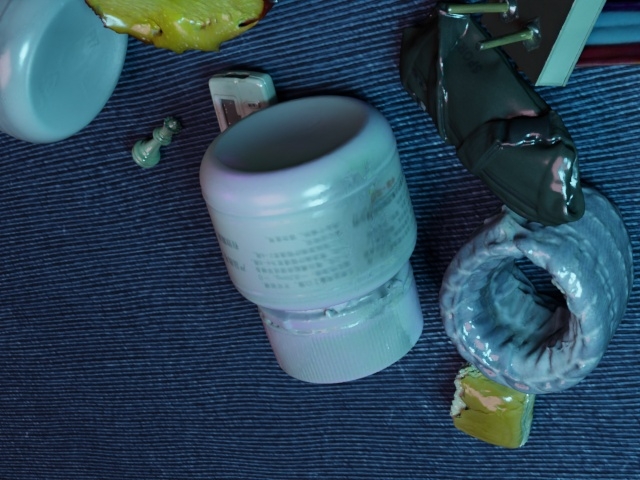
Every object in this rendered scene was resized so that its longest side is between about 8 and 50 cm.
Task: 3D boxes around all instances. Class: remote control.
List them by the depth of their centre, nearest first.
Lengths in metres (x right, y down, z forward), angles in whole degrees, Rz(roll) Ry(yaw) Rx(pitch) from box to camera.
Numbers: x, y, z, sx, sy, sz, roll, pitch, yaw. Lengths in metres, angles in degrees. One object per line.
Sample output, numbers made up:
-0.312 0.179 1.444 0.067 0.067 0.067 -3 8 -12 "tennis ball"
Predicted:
-0.077 -0.118 1.858 0.090 0.049 0.230 9 127 34 "remote control"

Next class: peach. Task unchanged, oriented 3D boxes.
-0.155 -0.363 1.627 0.258 0.201 0.362 22 159 -10 "peach"

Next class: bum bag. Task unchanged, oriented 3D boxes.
0.180 -0.140 1.537 0.326 0.080 0.142 52 145 28 "bum bag"

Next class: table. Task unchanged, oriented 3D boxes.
0.216 -0.284 1.389 0.121 0.111 0.240 58 139 41 "table"

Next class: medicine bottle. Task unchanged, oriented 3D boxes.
0.000 0.000 1.745 0.241 0.241 0.302 6 126 35 "medicine bottle"
-0.437 -0.283 1.869 0.306 0.245 0.245 24 134 23 "medicine bottle"

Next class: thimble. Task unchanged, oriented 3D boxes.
0.254 0.045 1.638 0.205 0.172 0.236 14 132 27 "thimble"

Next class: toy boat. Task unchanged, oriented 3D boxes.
0.353 -0.199 1.409 0.392 0.136 0.079 10 104 44 "toy boat"

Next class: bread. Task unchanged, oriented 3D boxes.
0.225 0.213 1.853 0.106 0.082 0.125 28 133 27 "bread"

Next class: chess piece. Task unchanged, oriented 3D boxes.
-0.224 -0.141 1.968 0.042 0.042 0.093 47 131 -2 "chess piece"
